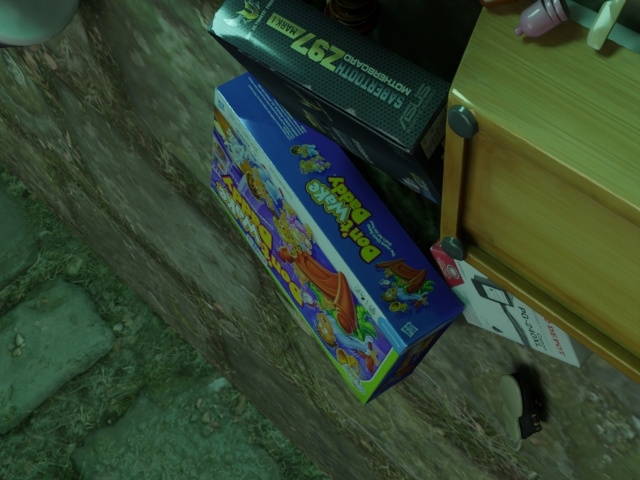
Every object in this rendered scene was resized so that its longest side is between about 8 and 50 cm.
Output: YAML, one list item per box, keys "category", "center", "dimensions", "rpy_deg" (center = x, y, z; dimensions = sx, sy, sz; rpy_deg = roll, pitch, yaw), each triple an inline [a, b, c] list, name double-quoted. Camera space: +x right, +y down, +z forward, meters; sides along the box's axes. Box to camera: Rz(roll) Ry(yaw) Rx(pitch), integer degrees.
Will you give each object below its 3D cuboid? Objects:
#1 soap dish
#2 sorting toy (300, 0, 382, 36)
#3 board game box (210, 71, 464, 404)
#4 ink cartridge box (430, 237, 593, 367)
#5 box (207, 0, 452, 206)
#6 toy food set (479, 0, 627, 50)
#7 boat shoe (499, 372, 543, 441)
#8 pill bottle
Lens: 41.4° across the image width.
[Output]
- category: "soap dish"
  center: [0.210, -0.013, 0.582]
  dimensions: [0.291, 0.118, 0.229]
  rpy_deg: [37, 158, 24]
- category: "sorting toy"
  center: [0.004, -0.209, 0.716]
  dimensions: [0.102, 0.061, 0.042]
  rpy_deg: [16, 151, 13]
- category: "board game box"
  center: [0.000, 0.000, 0.975]
  dimensions: [0.347, 0.078, 0.233]
  rpy_deg: [53, 159, 17]
- category: "ink cartridge box"
  center: [0.192, 0.043, 0.805]
  dimensions: [0.150, 0.063, 0.109]
  rpy_deg: [20, 147, 54]
- category: "box"
  center: [0.030, -0.112, 0.695]
  dimensions: [0.183, 0.059, 0.233]
  rpy_deg: [34, -179, 16]
- category: "toy food set"
  center: [0.130, -0.167, 0.525]
  dimensions: [0.122, 0.078, 0.019]
  rpy_deg: [32, -164, 27]
- category: "boat shoe"
  center: [0.245, 0.197, 1.027]
  dimensions: [0.133, 0.042, 0.049]
  rpy_deg: [72, 174, -48]
- category: "pill bottle"
  center: [-0.474, -0.365, 1.230]
  dimensions: [0.301, 0.169, 0.169]
  rpy_deg: [16, 144, 55]
